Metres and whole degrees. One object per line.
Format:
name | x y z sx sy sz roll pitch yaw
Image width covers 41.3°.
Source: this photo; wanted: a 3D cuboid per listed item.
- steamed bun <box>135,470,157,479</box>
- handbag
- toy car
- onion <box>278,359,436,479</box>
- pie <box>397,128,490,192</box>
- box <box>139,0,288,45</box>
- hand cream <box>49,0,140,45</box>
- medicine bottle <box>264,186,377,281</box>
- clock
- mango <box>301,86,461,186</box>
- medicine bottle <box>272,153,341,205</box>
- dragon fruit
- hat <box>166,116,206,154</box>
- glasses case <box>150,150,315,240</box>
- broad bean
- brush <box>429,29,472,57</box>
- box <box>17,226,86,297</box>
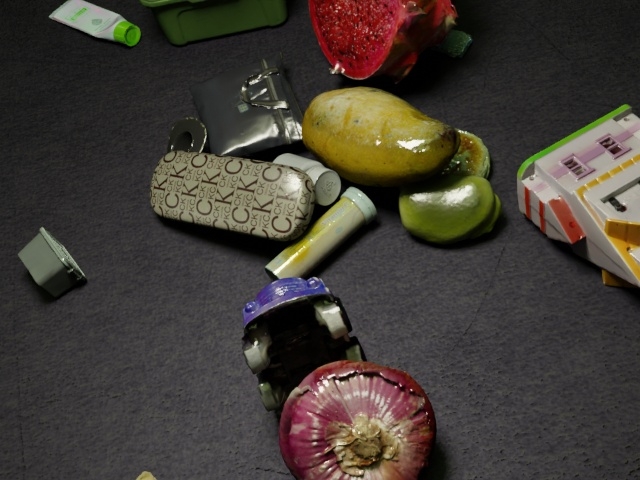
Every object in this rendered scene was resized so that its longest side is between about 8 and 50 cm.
steamed bun | -0.307 0.469 1.216 0.212 0.110 0.231 -26 52 -6
handbag | -0.142 -0.262 1.705 0.211 0.089 0.254 -22 55 3
toy car | -0.037 0.145 1.318 0.172 0.235 0.158 -22 42 -4
onion | 0.051 0.279 1.256 0.229 0.163 0.230 -1 95 -6
pie | 0.222 -0.140 1.572 0.186 0.041 0.187 -5 56 8
box | -0.226 -0.579 1.893 0.328 0.178 0.253 -11 53 6
hand cream | -0.528 -0.517 1.995 0.275 0.050 0.079 27 37 32
medicine bottle | 0.000 0.000 1.504 0.218 0.074 0.074 -42 58 -15
clock | 0.505 -0.041 1.373 0.235 0.166 0.309 -29 47 -9
mango | 0.101 -0.177 1.518 0.329 0.175 0.177 38 101 43
medicine bottle | -0.029 -0.110 1.558 0.080 0.080 0.130 -45 40 -19
dragon fruit | 0.141 -0.503 1.670 0.248 0.371 0.386 -13 40 -26
hat | -0.261 -0.184 1.687 0.121 0.050 0.121 -13 69 36
glasses case | -0.167 -0.085 1.546 0.354 0.085 0.137 10 88 31
broad bean | 0.227 -0.057 1.485 0.174 0.082 0.125 -10 84 14
brush | 0.223 -0.431 1.791 0.196 0.021 0.070 21 63 27
box | -0.499 0.044 1.570 0.069 0.084 0.122 -40 56 -8
